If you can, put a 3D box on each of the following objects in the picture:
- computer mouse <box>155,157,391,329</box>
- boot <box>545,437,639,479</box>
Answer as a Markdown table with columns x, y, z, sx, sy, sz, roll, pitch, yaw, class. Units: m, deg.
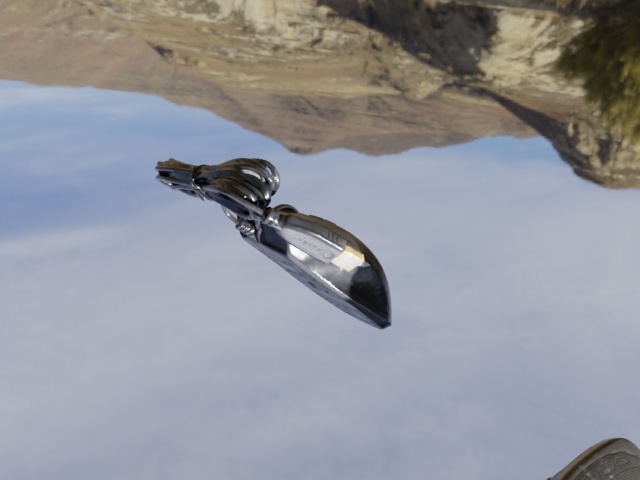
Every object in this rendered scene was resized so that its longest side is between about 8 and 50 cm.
| x | y | z | sx | sy | sz | roll | pitch | yaw | class |
| --- | --- | --- | --- | --- | --- | --- | --- | --- | --- |
| 0.000 | 0.000 | 0.529 | 0.262 | 0.060 | 0.184 | 37 | 168 | -29 | computer mouse |
| 0.294 | 0.437 | 0.967 | 0.377 | 0.138 | 0.284 | -40 | 180 | -23 | boot |
